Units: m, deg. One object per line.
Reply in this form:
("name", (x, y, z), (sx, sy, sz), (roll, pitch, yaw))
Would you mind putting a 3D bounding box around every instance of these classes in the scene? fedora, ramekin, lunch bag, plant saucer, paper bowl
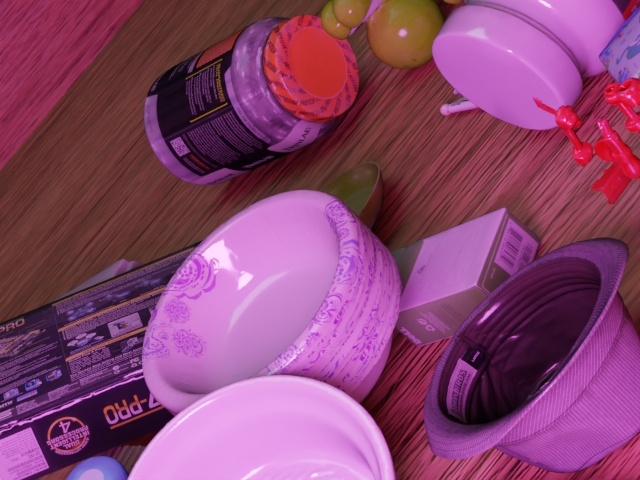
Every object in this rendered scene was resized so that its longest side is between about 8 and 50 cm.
("fedora", (0.214, 0.122, 1.531), (0.243, 0.124, 0.275), (-56, 16, -22))
("ramekin", (-0.042, 0.278, 1.616), (0.277, 0.135, 0.277), (-12, 53, 16))
("lunch bag", (0.378, -0.206, 1.784), (0.151, 0.096, 0.129), (-53, 21, 16))
("plant saucer", (0.000, 0.000, 2.184), (0.241, 0.037, 0.241), (-42, 16, 15))
("paper bowl", (-0.039, 0.098, 1.822), (0.284, 0.148, 0.284), (-27, 39, 24))

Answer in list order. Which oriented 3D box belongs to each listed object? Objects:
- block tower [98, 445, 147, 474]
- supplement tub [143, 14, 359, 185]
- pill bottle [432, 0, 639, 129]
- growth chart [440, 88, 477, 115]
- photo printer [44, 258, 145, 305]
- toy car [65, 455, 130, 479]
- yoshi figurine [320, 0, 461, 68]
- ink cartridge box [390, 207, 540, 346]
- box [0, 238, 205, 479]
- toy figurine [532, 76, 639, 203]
("block tower", (-0.171, 0.295, 1.992), (0.335, 0.097, 0.091), (-14, 40, 55))
("supplement tub", (-0.100, -0.207, 2.510), (0.316, 0.193, 0.193), (-20, 37, 49))
("pill bottle", (0.290, -0.318, 1.968), (0.363, 0.210, 0.210), (-57, 24, -17))
("growth chart", (0.236, -0.250, 2.200), (0.172, 0.021, 0.237), (-14, 40, 55))
("photo printer", (-0.375, 0.184, 2.506), (0.307, 0.107, 0.256), (-29, 30, 40))
("toy car", (-0.139, 0.359, 1.769), (0.238, 0.219, 0.210), (2, 53, 24))
("yoshi figurine", (0.146, -0.365, 2.414), (0.203, 0.203, 0.362), (24, 52, 25))
("ink cartridge box", (0.133, 0.048, 1.868), (0.209, 0.062, 0.109), (-22, 36, 48))
("box", (-0.279, 0.153, 2.192), (0.395, 0.097, 0.318), (-23, 25, -7))
("toy figurine", (0.398, -0.146, 1.556), (0.217, 0.191, 0.362), (-52, 24, -20))
